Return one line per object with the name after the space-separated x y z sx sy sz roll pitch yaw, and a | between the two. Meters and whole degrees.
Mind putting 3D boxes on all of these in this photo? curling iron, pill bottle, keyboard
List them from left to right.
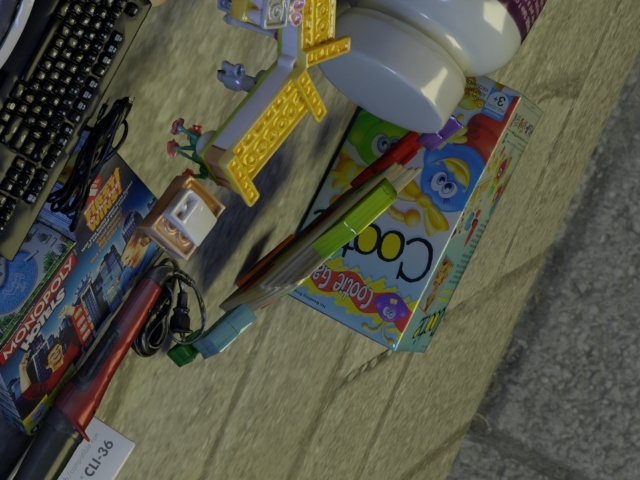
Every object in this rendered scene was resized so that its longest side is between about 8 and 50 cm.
-0.158 -0.077 1.221 0.100 0.038 0.192 29 88 -37 | keyboard
-0.163 0.128 1.380 0.068 0.035 0.274 51 62 -36 | curling iron
0.122 -0.248 1.682 0.301 0.169 0.169 -59 164 -15 | pill bottle

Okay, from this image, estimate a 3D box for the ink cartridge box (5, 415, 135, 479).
-0.197 0.188 1.474 0.115 0.067 0.198 -58 180 -15 | ink cartridge box

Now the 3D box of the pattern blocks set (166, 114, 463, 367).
0.000 0.000 1.725 0.325 0.026 0.285 -41 -175 -12 | pattern blocks set

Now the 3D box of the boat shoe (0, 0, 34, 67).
-0.181 -0.178 1.066 0.065 0.075 0.206 7 124 -28 | boat shoe

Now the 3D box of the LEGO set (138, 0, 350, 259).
-0.065 -0.131 1.371 0.132 0.107 0.287 6 104 -53 | LEGO set

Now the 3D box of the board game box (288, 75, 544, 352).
0.089 -0.042 1.965 0.275 0.142 0.144 -64 165 3 | board game box

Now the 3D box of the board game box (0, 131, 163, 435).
-0.179 0.008 1.338 0.194 0.060 0.194 -56 162 -22 | board game box

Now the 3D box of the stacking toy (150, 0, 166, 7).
-0.058 -0.245 1.201 0.175 0.165 0.302 -54 177 -46 | stacking toy
